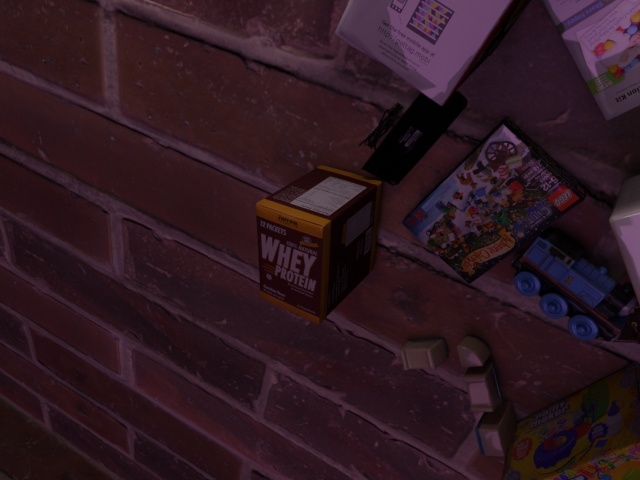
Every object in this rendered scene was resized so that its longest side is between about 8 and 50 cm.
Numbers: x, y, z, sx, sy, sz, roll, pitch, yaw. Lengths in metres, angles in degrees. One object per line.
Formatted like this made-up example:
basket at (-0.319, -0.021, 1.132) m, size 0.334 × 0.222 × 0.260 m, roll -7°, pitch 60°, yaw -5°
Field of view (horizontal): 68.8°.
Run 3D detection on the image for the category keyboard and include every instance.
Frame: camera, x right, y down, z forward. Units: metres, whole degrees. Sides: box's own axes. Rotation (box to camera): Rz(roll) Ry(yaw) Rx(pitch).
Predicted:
keyboard at (0.137, -0.180, 0.757) m, size 0.100 × 0.038 × 0.192 m, roll 26°, pitch 130°, yaw -16°

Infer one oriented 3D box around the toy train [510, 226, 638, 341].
toy train at (0.382, 0.068, 0.708) m, size 0.184 × 0.080 × 0.105 m, roll 43°, pitch 133°, yaw 24°

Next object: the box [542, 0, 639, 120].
box at (0.375, -0.261, 0.558) m, size 0.145 × 0.038 × 0.186 m, roll -26°, pitch 106°, yaw 37°

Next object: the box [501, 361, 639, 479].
box at (0.522, 0.413, 0.793) m, size 0.279 × 0.177 × 0.290 m, roll 40°, pitch 129°, yaw 4°

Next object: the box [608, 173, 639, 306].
box at (0.428, 0.024, 0.477) m, size 0.168 × 0.345 × 0.215 m, roll -20°, pitch 90°, yaw 37°

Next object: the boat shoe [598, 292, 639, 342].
boat shoe at (0.499, 0.118, 0.697) m, size 0.206 × 0.073 × 0.073 m, roll -22°, pitch 108°, yaw 38°

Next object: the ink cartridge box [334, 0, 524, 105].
ink cartridge box at (0.180, -0.315, 0.465) m, size 0.130 × 0.309 × 0.272 m, roll 36°, pitch 129°, yaw 6°

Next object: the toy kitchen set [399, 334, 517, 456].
toy kitchen set at (0.270, 0.292, 0.924) m, size 0.166 × 0.122 × 0.207 m, roll -13°, pitch 90°, yaw 35°

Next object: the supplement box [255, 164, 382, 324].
supplement box at (0.000, 0.000, 0.818) m, size 0.129 × 0.194 × 0.192 m, roll 20°, pitch 126°, yaw 27°

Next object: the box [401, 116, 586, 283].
box at (0.264, -0.054, 0.744) m, size 0.159 × 0.044 × 0.233 m, roll 42°, pitch 129°, yaw 1°
